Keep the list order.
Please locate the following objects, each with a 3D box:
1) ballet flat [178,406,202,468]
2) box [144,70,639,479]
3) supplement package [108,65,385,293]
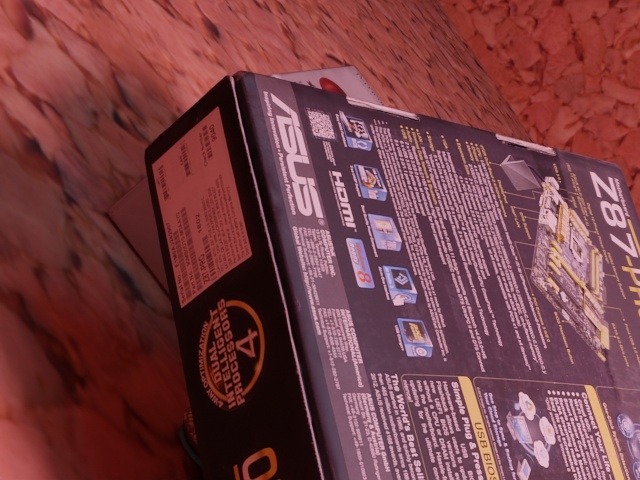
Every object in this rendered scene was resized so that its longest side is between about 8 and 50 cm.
[{"bbox_3d":[0.007,0.142,0.804,0.206,0.067,0.073,41,20,-34],"label":"ballet flat"},{"bbox_3d":[0.091,0.124,0.702,0.318,0.097,0.395,6,60,-40],"label":"box"},{"bbox_3d":[0.000,0.000,0.940,0.194,0.149,0.203,53,17,2],"label":"supplement package"}]
